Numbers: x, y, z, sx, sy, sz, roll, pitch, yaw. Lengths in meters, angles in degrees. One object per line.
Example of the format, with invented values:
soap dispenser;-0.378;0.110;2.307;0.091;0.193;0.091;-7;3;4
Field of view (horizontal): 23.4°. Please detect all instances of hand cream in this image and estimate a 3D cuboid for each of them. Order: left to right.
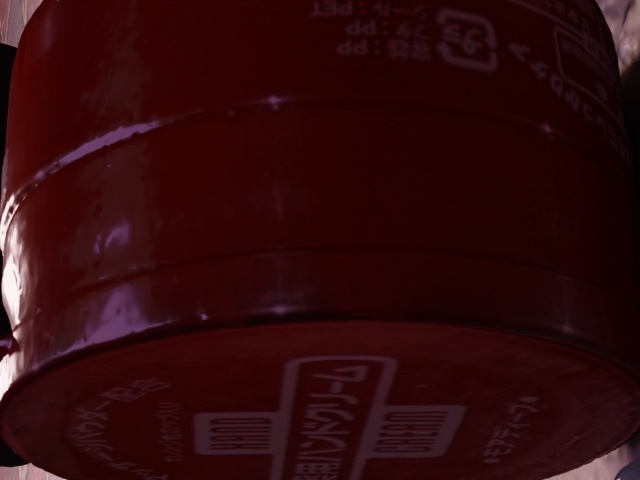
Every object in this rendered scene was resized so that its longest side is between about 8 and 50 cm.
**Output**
hand cream;0.000;0.000;0.458;0.193;0.193;0.125;124;149;-60

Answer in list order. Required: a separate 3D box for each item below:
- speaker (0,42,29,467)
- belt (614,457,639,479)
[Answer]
speaker;-0.234;0.022;1.102;0.254;0.184;0.232;-25;60;40
belt;0.090;0.090;0.369;0.179;0.065;0.100;132;129;-63
